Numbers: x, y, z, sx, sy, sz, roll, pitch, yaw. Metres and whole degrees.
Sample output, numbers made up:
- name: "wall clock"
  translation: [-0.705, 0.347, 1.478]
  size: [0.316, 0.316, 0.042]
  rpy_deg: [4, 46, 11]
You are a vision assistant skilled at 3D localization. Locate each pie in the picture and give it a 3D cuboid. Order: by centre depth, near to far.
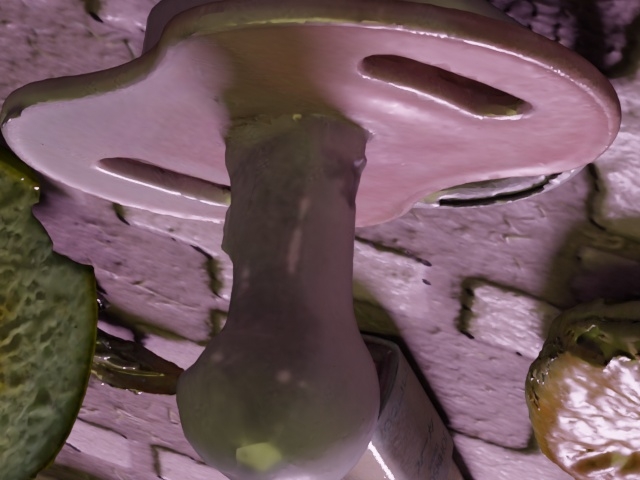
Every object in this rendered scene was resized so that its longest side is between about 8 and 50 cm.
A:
- name: "pie"
  translation: [0.254, 0.116, 1.168]
  size: [0.306, 0.071, 0.306]
  rpy_deg: [19, 150, 11]

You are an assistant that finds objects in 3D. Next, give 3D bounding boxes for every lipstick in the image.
- name: "lipstick"
  translation: [0.054, 0.160, 1.395]
  size: [0.077, 0.079, 0.253]
  rpy_deg: [6, 150, 27]

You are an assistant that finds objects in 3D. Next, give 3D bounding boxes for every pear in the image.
- name: "pear"
  translation: [-0.300, 0.029, 1.325]
  size: [0.292, 0.159, 0.292]
  rpy_deg: [23, 144, 19]

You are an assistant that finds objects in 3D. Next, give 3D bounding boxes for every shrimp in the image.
- name: "shrimp"
  translation: [-0.194, 0.051, 1.427]
  size: [0.223, 0.047, 0.126]
  rpy_deg: [23, 143, 1]

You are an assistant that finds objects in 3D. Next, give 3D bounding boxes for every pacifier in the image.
- name: "pacifier"
  translation: [-0.011, -0.032, 0.948]
  size: [0.332, 0.273, 0.220]
  rpy_deg: [-16, 118, 50]
